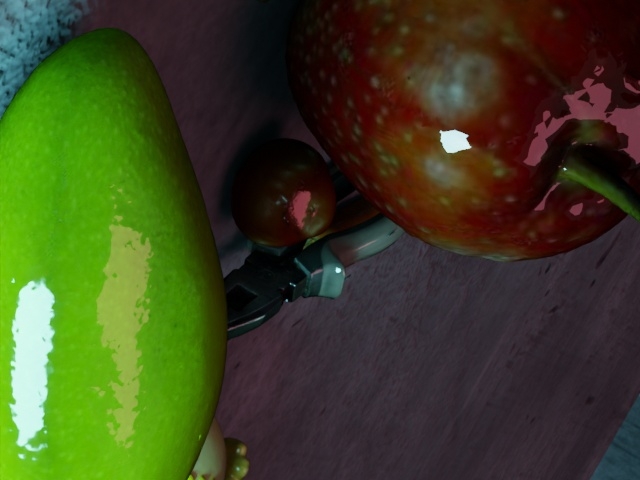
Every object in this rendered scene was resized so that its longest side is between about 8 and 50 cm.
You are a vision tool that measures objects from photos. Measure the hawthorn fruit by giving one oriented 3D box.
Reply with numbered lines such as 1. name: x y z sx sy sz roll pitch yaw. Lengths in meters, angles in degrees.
1. hawthorn fruit: 0.137 -0.118 1.291 0.285 0.369 0.284 -13 130 -16

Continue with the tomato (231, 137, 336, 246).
1. tomato: -0.026 -0.036 1.402 0.087 0.075 0.087 -42 149 -33

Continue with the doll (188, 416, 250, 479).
1. doll: -0.147 0.172 1.342 0.141 0.117 0.296 -68 159 -3

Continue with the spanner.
1. spanner: 0.000 0.000 1.474 0.325 0.096 0.040 -39 150 -43

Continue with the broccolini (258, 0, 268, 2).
1. broccolini: -0.066 -0.179 1.156 0.067 0.058 0.216 -64 159 2

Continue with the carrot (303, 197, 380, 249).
1. carrot: 0.037 -0.024 1.616 0.190 0.037 0.037 -33 146 -55

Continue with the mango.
1. mango: -0.142 0.035 1.124 0.192 0.156 0.343 -26 130 -51
